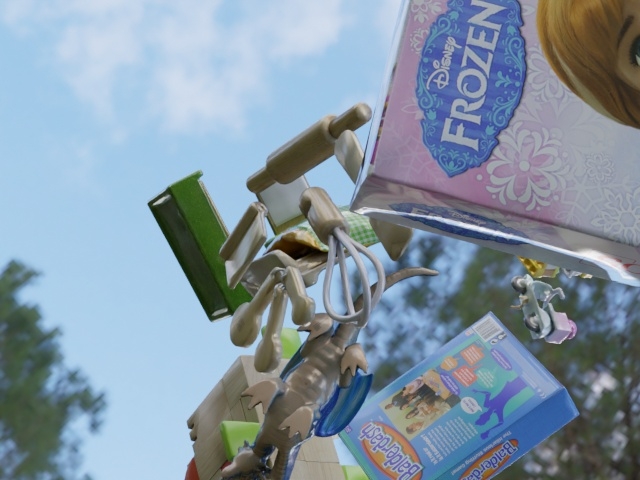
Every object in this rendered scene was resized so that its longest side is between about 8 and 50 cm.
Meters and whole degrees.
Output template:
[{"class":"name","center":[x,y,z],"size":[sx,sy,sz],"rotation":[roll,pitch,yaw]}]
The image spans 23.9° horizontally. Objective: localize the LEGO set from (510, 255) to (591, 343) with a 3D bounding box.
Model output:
[{"class":"LEGO set","center":[0.299,-0.016,1.497],"size":[0.287,0.107,0.132],"rotation":[-47,-129,47]}]

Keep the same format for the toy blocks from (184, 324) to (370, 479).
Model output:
[{"class":"toy blocks","center":[-0.080,0.328,1.779],"size":[0.261,0.191,0.381],"rotation":[-52,-137,37]}]

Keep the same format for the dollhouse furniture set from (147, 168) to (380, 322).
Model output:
[{"class":"dollhouse furniture set","center":[-0.022,-0.038,1.522],"size":[0.151,0.198,0.301],"rotation":[64,-23,-1]}]

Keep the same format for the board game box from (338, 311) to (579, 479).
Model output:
[{"class":"board game box","center":[0.134,0.184,1.547],"size":[0.047,0.210,0.160],"rotation":[58,-4,-35]}]

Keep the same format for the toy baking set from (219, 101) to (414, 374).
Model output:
[{"class":"toy baking set","center":[-0.001,-0.006,1.155],"size":[0.030,0.196,0.256],"rotation":[17,-33,-31]}]

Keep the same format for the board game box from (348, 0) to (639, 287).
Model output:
[{"class":"board game box","center":[0.205,-0.128,0.834],"size":[0.318,0.318,0.066],"rotation":[14,-18,-4]}]

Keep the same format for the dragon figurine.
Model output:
[{"class":"dragon figurine","center":[-0.002,0.137,1.454],"size":[0.085,0.289,0.144],"rotation":[33,-14,12]}]
